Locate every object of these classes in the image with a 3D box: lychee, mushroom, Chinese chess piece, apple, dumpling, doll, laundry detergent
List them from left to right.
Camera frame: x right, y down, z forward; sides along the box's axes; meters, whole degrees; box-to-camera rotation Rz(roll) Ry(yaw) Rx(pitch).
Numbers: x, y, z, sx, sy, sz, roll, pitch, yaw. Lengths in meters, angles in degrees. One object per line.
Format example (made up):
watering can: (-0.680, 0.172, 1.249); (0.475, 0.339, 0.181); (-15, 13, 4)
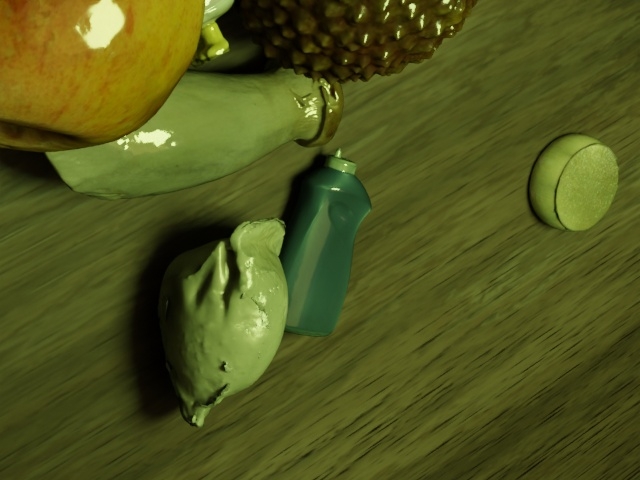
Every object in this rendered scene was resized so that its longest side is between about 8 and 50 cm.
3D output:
apple: (-0.239, -0.214, 1.288); (0.299, 0.299, 0.275); (6, 90, -40)
doll: (-0.143, -0.259, 1.453); (0.081, 0.129, 0.207); (-33, 104, -17)
mushroom: (-0.125, -0.114, 1.528); (0.350, 0.128, 0.128); (-18, 119, -37)
dumpling: (-0.094, 0.073, 1.638); (0.172, 0.142, 0.247); (-37, 151, -62)
laundry detergent: (-0.001, -0.001, 1.719); (0.096, 0.061, 0.206); (9, 102, -35)
lychee: (0.027, -0.283, 1.504); (0.267, 0.267, 0.268); (-16, 118, -33)
Chinese chess piece: (0.313, -0.071, 1.949); (0.122, 0.051, 0.122); (-16, 117, -35)
